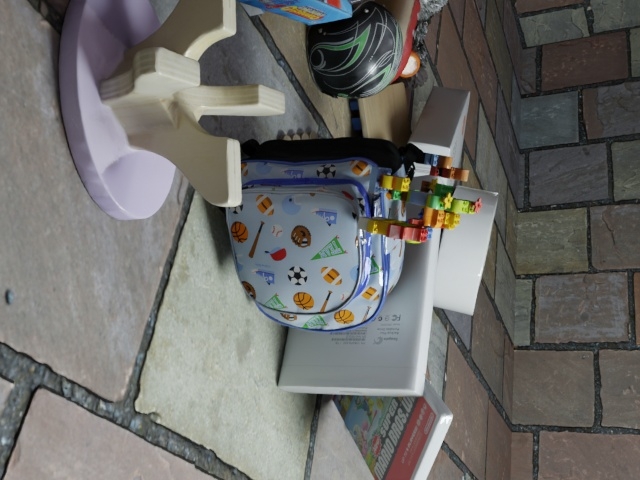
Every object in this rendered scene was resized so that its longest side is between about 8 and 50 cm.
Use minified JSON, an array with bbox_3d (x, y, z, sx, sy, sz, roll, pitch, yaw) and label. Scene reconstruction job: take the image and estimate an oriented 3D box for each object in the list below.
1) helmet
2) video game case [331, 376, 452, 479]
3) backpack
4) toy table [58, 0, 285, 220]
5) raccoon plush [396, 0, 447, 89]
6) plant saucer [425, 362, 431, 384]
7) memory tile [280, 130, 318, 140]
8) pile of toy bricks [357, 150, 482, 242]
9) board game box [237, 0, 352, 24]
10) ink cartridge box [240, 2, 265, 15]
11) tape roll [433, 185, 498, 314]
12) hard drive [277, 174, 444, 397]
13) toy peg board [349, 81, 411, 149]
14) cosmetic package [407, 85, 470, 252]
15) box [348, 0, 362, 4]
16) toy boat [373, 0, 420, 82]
[{"bbox_3d":[0.072,-0.348,1.337,0.169,0.162,0.169,-4,90,-66],"label":"helmet"},{"bbox_3d":[0.103,0.265,1.165,0.285,0.025,0.204,-125,-134,-55],"label":"video game case"},{"bbox_3d":[0.000,0.000,1.028,0.213,0.277,0.263,-49,136,-51],"label":"backpack"},{"bbox_3d":[-0.165,-0.164,0.795,0.252,0.161,0.274,-28,112,-63],"label":"toy table"},{"bbox_3d":[0.182,-0.553,1.588,0.299,0.216,0.446,-26,110,-56],"label":"raccoon plush"},{"bbox_3d":[0.183,0.369,1.601,0.310,0.050,0.310,-5,90,-65],"label":"plant saucer"},{"bbox_3d":[-0.032,-0.130,1.256,0.148,0.012,0.113,-26,110,-65],"label":"memory tile"},{"bbox_3d":[0.151,-0.050,0.927,0.212,0.105,0.118,-3,105,-53],"label":"pile of toy bricks"},{"bbox_3d":[-0.062,-0.504,1.092,0.302,0.086,0.308,-17,101,-65],"label":"board game box"},{"bbox_3d":[-0.103,-0.396,1.124,0.048,0.028,0.083,46,46,-55],"label":"ink cartridge box"},{"bbox_3d":[0.330,0.023,1.660,0.286,0.100,0.286,12,90,-76],"label":"tape roll"},{"bbox_3d":[0.069,0.069,1.160,0.047,0.233,0.353,42,51,-50],"label":"hard drive"},{"bbox_3d":[0.114,-0.241,1.541,0.161,0.079,0.161,-25,110,-48],"label":"toy peg board"},{"bbox_3d":[0.256,-0.120,1.661,0.284,0.097,0.377,-65,161,-50],"label":"cosmetic package"},{"bbox_3d":[0.036,-0.478,1.161,0.116,0.029,0.162,20,69,-63],"label":"box"},{"bbox_3d":[0.151,-0.399,1.510,0.151,0.151,0.231,42,46,-30],"label":"toy boat"}]
